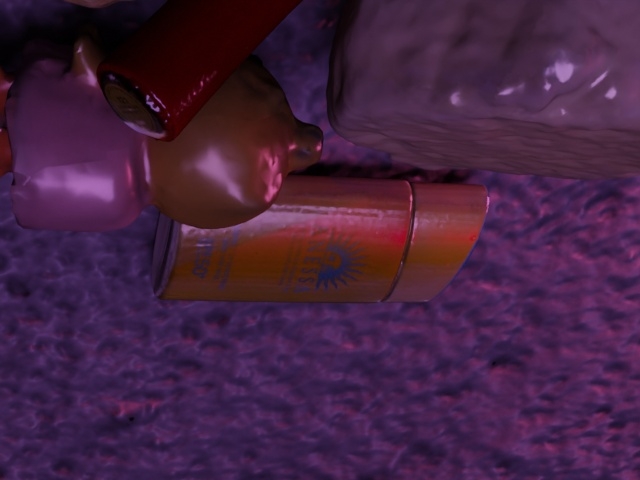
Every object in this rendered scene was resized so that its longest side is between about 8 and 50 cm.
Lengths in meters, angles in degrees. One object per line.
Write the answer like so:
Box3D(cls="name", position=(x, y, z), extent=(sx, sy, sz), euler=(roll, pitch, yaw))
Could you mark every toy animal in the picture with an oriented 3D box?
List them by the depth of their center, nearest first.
Box3D(cls="toy animal", position=(-0.139, -0.084, 1.420), extent=(0.281, 0.169, 0.195), euler=(-4, 141, -13))

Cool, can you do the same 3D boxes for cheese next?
Box3D(cls="cheese", position=(0.155, -0.122, 1.396), extent=(0.318, 0.326, 0.115), euler=(8, 84, -17))

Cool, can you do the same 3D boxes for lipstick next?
Box3D(cls="lipstick", position=(-0.063, -0.177, 1.339), extent=(0.241, 0.080, 0.080), euler=(-48, 137, -20))

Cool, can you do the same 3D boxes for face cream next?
Box3D(cls="face cream", position=(0.000, 0.000, 1.604), extent=(0.285, 0.067, 0.139), euler=(1, 133, -17))

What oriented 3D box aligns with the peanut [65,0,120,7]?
Box3D(cls="peanut", position=(-0.081, -0.298, 1.252), extent=(0.174, 0.158, 0.340), euler=(33, 114, -22))
